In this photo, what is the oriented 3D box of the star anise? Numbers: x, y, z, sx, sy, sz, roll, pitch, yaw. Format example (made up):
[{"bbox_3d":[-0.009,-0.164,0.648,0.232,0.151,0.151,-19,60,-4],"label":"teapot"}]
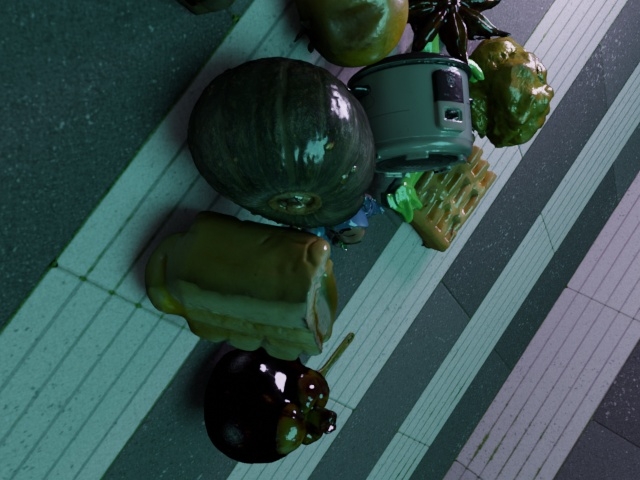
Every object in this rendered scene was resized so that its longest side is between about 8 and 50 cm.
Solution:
[{"bbox_3d":[0.249,-0.459,1.217,0.272,0.272,0.102,-49,-179,-15],"label":"star anise"}]

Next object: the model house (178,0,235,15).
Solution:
[{"bbox_3d":[-0.128,-0.452,0.799,0.173,0.268,0.239,36,83,-33],"label":"model house"}]

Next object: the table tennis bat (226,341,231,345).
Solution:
[{"bbox_3d":[-0.160,0.116,1.289,0.149,0.038,0.237,-1,110,-50],"label":"table tennis bat"}]

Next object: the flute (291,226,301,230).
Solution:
[{"bbox_3d":[-0.065,0.017,1.337,0.027,0.027,0.232,-4,116,-48],"label":"flute"}]

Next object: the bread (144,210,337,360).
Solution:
[{"bbox_3d":[-0.135,0.067,1.085,0.300,0.342,0.210,76,25,-56],"label":"bread"}]

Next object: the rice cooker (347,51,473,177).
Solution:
[{"bbox_3d":[0.176,-0.250,1.169,0.281,0.241,0.226,-1,85,-25],"label":"rice cooker"}]

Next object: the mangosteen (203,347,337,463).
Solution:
[{"bbox_3d":[-0.107,0.362,1.307,0.288,0.288,0.233,20,102,-53],"label":"mangosteen"}]

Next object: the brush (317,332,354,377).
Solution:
[{"bbox_3d":[0.027,0.344,1.676,0.218,0.010,0.082,-49,142,-14],"label":"brush"}]

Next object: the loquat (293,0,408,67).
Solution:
[{"bbox_3d":[0.051,-0.404,1.047,0.213,0.213,0.213,-28,133,-35],"label":"loquat"}]

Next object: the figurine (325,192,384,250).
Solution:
[{"bbox_3d":[0.079,-0.046,1.395,0.178,0.114,0.144,-25,121,-49],"label":"figurine"}]

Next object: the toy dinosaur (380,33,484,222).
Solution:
[{"bbox_3d":[0.171,-0.317,1.342,0.374,0.144,0.500,-52,128,-8],"label":"toy dinosaur"}]

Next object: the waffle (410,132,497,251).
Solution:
[{"bbox_3d":[0.345,-0.140,1.666,0.304,0.078,0.348,-56,143,-3],"label":"waffle"}]

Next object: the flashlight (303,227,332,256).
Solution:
[{"bbox_3d":[0.000,0.000,1.384,0.051,0.051,0.129,-52,146,-11],"label":"flashlight"}]

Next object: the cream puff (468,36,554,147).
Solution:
[{"bbox_3d":[0.435,-0.355,1.497,0.185,0.281,0.281,-28,136,-11],"label":"cream puff"}]

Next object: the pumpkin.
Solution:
[{"bbox_3d":[-0.055,-0.155,1.020,0.327,0.292,0.257,57,31,-64],"label":"pumpkin"}]
